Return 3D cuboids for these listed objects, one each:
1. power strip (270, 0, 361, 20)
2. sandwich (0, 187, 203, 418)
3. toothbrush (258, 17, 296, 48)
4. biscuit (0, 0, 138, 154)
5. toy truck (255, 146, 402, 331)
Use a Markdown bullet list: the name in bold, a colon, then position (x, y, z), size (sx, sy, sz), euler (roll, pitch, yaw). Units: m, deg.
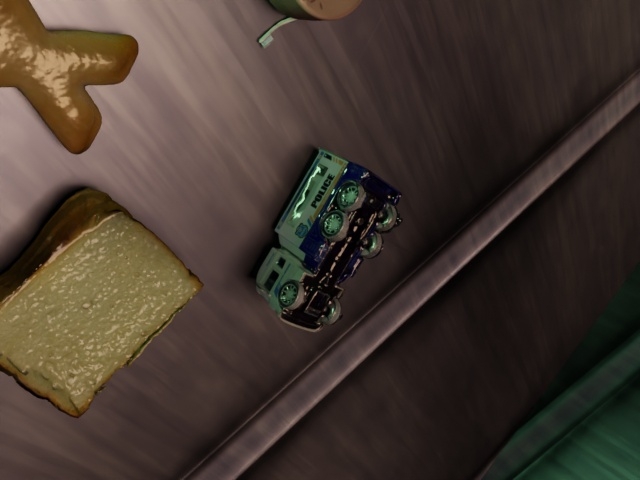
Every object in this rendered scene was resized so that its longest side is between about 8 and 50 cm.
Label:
- **power strip**: position (-0.005, -0.379, 0.851), size (0.154, 0.078, 0.154), euler (-14, 114, -34)
- **sandwich**: position (-0.309, 0.082, 0.821), size (0.251, 0.087, 0.226), euler (-50, 138, -14)
- **toothbrush**: position (-0.029, -0.333, 0.909), size (0.162, 0.014, 0.017), euler (-45, 121, -15)
- **biscuit**: position (-0.317, -0.202, 0.691), size (0.207, 0.047, 0.164), euler (25, 93, -46)
- **toy truck**: position (0.000, 0.000, 1.018), size (0.124, 0.155, 0.268), euler (28, 95, -47)
